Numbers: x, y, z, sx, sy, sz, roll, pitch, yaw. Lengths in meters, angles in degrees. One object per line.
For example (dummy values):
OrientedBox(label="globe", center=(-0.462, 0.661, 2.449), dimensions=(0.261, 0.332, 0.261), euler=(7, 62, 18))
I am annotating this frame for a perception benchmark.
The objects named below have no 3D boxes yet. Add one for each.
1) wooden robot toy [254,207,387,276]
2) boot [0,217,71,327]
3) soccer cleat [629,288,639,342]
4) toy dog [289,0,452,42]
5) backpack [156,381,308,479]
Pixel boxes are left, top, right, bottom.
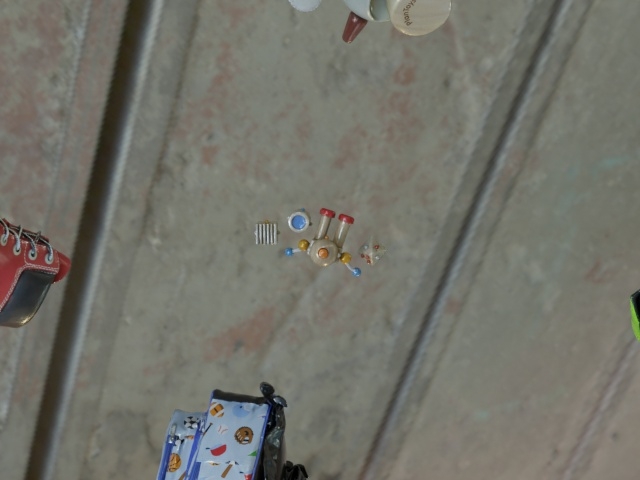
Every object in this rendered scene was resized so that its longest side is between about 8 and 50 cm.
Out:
OrientedBox(label="wooden robot toy", center=(0.000, 0.000, 1.503), dimensions=(0.079, 0.173, 0.076), euler=(-64, 170, -80))
OrientedBox(label="boot", center=(-0.283, -0.030, 0.990), dimensions=(0.176, 0.088, 0.244), euler=(1, 122, -36))
OrientedBox(label="soccer cleat", center=(0.388, 0.112, 1.255), dimensions=(0.060, 0.179, 0.072), euler=(-32, 122, -8))
OrientedBox(label="toy dog", center=(0.004, -0.353, 1.489), dimensions=(0.334, 0.220, 0.161), euler=(34, 118, -20))
OrientedBox(label="backpack", center=(-0.139, 0.381, 1.748), dimensions=(0.213, 0.263, 0.276), euler=(-4, 139, 8))
